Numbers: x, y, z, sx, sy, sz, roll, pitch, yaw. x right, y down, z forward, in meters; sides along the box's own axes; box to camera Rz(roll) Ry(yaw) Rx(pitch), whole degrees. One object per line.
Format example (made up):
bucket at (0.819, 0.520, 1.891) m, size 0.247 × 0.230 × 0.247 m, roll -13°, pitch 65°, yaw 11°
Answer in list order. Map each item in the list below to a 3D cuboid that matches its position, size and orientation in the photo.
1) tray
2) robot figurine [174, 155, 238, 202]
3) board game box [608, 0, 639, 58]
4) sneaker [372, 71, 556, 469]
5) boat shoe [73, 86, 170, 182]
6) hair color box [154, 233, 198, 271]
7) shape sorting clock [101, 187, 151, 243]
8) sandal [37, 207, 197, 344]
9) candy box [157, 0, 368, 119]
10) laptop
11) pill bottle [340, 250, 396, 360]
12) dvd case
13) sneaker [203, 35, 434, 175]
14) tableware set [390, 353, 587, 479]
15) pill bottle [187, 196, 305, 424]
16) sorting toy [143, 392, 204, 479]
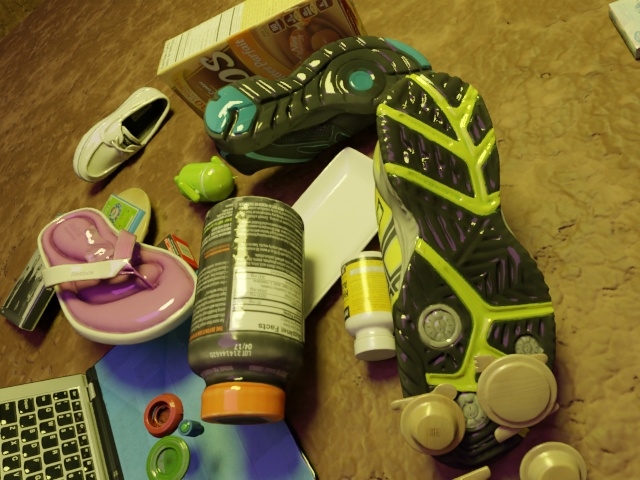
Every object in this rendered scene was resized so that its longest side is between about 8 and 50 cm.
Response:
tray at (0.000, 0.000, 0.615) m, size 0.270 × 0.030 × 0.145 m, roll -49°, pitch 50°, yaw -3°
robot figurine at (-0.198, -0.101, 0.762) m, size 0.115 × 0.067 × 0.101 m, roll 5°, pitch 37°, yaw 33°
board game box at (0.415, -0.273, 0.532) m, size 0.090 × 0.020 × 0.090 m, roll -16°, pitch 57°, yaw 22°
sneaker at (0.135, 0.026, 0.465) m, size 0.145 × 0.147 × 0.385 m, roll -3°, pitch 79°, yaw 3°
boat shoe at (-0.428, -0.228, 0.951) m, size 0.084 × 0.095 × 0.258 m, roll 30°, pitch 82°, yaw 42°
hair color box at (-0.276, 0.063, 0.731) m, size 0.141 × 0.043 × 0.072 m, roll -42°, pitch 52°, yaw 4°
shape sorting clock at (-0.390, -0.005, 0.837) m, size 0.206 × 0.040 × 0.206 m, roll -14°, pitch 62°, yaw 29°
sandal at (-0.346, 0.029, 0.669) m, size 0.416 × 0.102 × 0.169 m, roll 21°, pitch 55°, yaw 37°
candy box at (-0.083, -0.294, 0.730) m, size 0.316 × 0.183 × 0.088 m, roll -14°, pitch 57°, yaw 23°
laptop at (-0.295, 0.248, 0.525) m, size 0.382 × 0.407 × 0.236 m, roll 49°, pitch 127°, yaw 39°
pill bottle at (0.059, 0.077, 0.514) m, size 0.065 × 0.065 × 0.116 m, roll -17°, pitch 56°, yaw 21°
dvd case at (-0.554, 0.052, 0.888) m, size 0.179 × 0.029 × 0.239 m, roll 3°, pitch 65°, yaw 45°
sneaker at (0.002, -0.198, 0.664) m, size 0.340 × 0.140 × 0.125 m, roll -16°, pitch 69°, yaw -4°
tableware set at (0.144, 0.178, 0.372) m, size 0.141 × 0.020 × 0.169 m, roll -22°, pitch 94°, yaw 7°
pill bottle at (-0.083, 0.082, 0.515) m, size 0.130 × 0.130 × 0.246 m, roll -14°, pitch 58°, yaw 23°
sorting toy at (-0.164, 0.225, 0.503) m, size 0.061 × 0.042 × 0.102 m, roll -24°, pitch 58°, yaw 2°
